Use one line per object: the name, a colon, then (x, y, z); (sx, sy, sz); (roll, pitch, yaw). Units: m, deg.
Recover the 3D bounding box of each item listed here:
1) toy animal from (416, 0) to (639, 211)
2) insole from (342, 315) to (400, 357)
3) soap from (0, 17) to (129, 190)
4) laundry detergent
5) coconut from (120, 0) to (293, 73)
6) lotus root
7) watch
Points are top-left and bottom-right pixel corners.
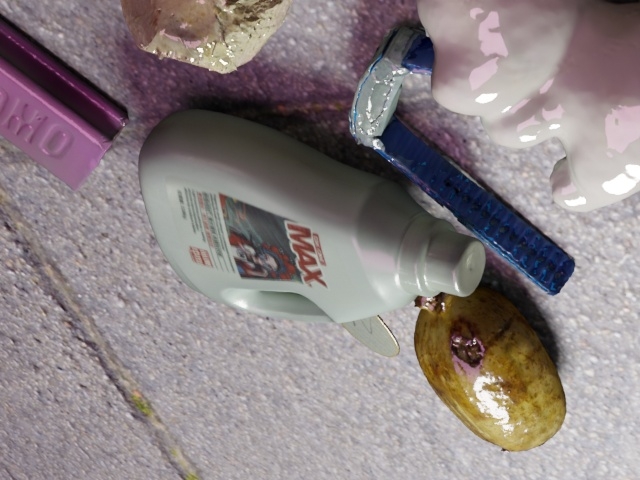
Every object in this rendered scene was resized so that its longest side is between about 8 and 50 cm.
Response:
toy animal: (0.205, -0.214, 1.814); (0.367, 0.196, 0.241); (36, 136, -6)
insole: (0.027, 0.078, 2.410); (0.188, 0.004, 0.064); (43, 140, -13)
soap: (-0.336, -0.161, 2.361); (0.203, 0.065, 0.122); (37, 142, -4)
laundry detergent: (0.000, 0.000, 2.215); (0.398, 0.125, 0.264); (14, 135, 31)
coconut: (-0.112, -0.262, 2.004); (0.194, 0.194, 0.194); (20, 141, 17)
lotus root: (0.183, 0.135, 2.260); (0.145, 0.128, 0.260); (2, 131, 52)
watch: (0.161, -0.090, 2.091); (0.274, 0.068, 0.276); (21, 141, 9)
